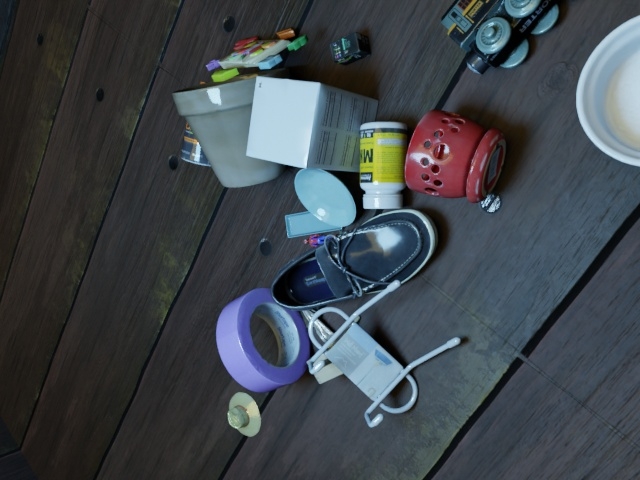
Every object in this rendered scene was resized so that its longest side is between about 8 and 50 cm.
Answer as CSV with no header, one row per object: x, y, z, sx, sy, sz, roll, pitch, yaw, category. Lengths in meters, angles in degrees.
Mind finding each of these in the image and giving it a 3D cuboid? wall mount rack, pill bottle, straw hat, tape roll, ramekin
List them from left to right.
-0.349,-0.362,1.738,0.130,0.130,0.245,21,105,33,pill bottle
-0.260,0.563,1.789,0.144,0.061,0.144,4,96,36,straw hat
-0.154,0.274,1.558,0.090,0.275,0.274,-30,76,34,tape roll
0.149,0.272,1.377,0.350,0.130,0.304,43,88,-6,wall mount rack
0.156,-0.184,1.396,0.119,0.119,0.208,2,95,35,pill bottle
0.635,-0.271,1.038,0.277,0.135,0.277,4,96,35,ramekin

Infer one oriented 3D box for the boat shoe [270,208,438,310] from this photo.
0.071,0.068,1.445,0.500,0.156,0.186,-24,87,33,boat shoe

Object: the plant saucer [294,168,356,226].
0.020,-0.122,1.489,0.195,0.037,0.195,28,146,21,plant saucer

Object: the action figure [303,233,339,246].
0.000,0.000,1.580,0.115,0.030,0.038,-4,96,38,action figure

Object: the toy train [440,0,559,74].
0.410,-0.520,1.186,0.334,0.142,0.190,-50,57,27,toy train

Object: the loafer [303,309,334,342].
-0.005,0.230,1.595,0.039,0.045,0.125,-41,70,12,loafer

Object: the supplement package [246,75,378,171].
-0.018,-0.288,1.424,0.199,0.263,0.198,17,103,34,supplement package

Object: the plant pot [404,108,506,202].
0.303,-0.180,1.250,0.174,0.191,0.191,23,106,29,plant pot

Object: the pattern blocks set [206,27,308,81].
-0.184,-0.514,1.540,0.325,0.285,0.026,7,134,39,pattern blocks set

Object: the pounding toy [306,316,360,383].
0.052,0.293,1.514,0.141,0.130,0.100,-34,86,33,pounding toy

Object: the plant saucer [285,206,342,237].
-0.019,-0.052,1.595,0.192,0.018,0.067,-9,89,36,plant saucer

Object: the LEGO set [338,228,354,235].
0.082,-0.002,1.528,0.054,0.023,0.083,-31,89,35,LEGO set

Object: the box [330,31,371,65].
0.077,-0.498,1.463,0.083,0.062,0.052,-13,87,36,box

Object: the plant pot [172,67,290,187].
-0.216,-0.309,1.565,0.323,0.323,0.280,4,116,35,plant pot
